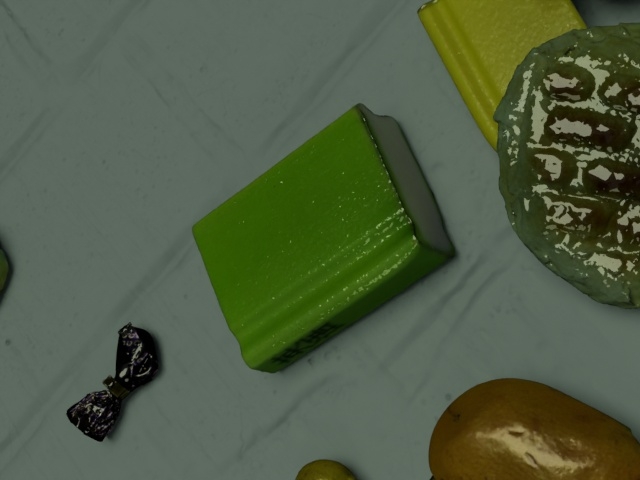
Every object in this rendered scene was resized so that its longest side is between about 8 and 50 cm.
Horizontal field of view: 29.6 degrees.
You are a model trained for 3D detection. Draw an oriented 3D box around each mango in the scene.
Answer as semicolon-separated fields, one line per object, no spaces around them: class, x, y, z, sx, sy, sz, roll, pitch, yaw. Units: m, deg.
mango;0.219;0.215;1.231;0.227;0.109;0.147;-1;73;28

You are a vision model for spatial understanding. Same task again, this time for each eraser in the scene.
eraser;0.222;-0.213;1.361;0.158;0.069;0.226;-32;64;18
eraser;0.000;0.000;1.423;0.274;0.092;0.210;-33;64;20

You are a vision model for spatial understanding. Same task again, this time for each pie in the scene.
pie;0.321;-0.079;1.231;0.306;0.071;0.306;1;92;16

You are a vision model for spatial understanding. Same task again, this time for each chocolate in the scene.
chocolate;-0.259;0.181;1.541;0.072;0.070;0.147;33;96;4

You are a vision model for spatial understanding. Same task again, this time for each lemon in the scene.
lemon;0.006;0.277;1.365;0.083;0.062;0.062;-10;73;29

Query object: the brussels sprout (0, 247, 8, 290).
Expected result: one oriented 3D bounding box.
brussels sprout;-0.525;0.040;1.690;0.149;0.122;0.151;-22;67;26
